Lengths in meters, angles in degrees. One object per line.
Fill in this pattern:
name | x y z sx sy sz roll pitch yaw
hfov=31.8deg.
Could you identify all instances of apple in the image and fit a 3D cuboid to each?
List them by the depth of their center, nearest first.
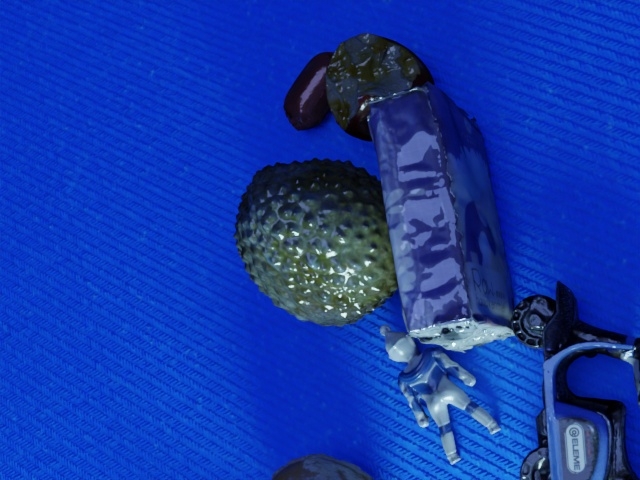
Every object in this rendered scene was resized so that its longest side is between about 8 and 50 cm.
apple | 0.091 -0.236 1.722 0.156 0.147 0.158 -35 49 28

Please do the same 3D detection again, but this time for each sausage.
sausage | -0.007 -0.243 1.811 0.076 0.076 0.141 42 101 26

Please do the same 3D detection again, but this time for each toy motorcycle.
toy motorcycle | 0.374 0.229 1.519 0.213 0.125 0.358 -6 81 18

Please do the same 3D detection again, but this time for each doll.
doll | 0.167 0.209 1.659 0.114 0.057 0.227 -43 75 21

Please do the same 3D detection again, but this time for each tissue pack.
tissue pack | 0.177 -0.023 1.586 0.125 0.242 0.343 -15 75 20

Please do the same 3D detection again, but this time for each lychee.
lychee | 0.000 0.000 1.665 0.255 0.274 0.255 -19 63 42

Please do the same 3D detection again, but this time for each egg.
egg | 0.011 0.425 1.619 0.203 0.203 0.245 -47 56 13
